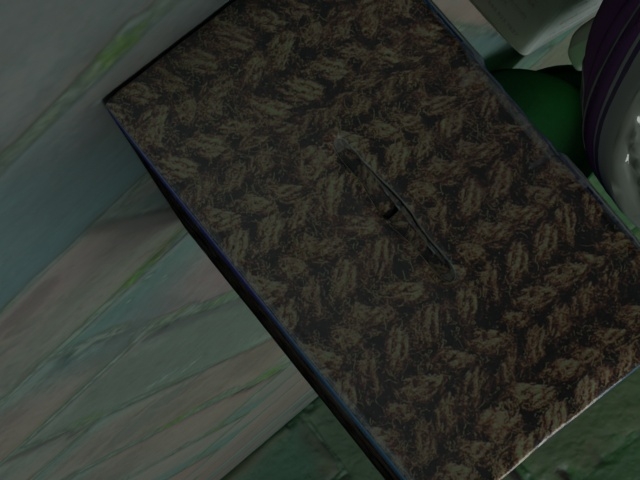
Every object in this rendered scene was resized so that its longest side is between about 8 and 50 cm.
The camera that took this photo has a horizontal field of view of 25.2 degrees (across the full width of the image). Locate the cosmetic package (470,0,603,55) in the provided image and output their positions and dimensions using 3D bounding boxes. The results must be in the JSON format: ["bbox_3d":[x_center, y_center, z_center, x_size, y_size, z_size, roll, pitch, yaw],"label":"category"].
[{"bbox_3d":[0.155,-0.198,0.674,0.117,0.085,0.231,-33,168,-34],"label":"cosmetic package"}]

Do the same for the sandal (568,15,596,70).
[{"bbox_3d":[0.344,-0.159,0.862,0.416,0.102,0.169,-22,177,-20],"label":"sandal"}]

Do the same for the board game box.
[{"bbox_3d":[0.036,0.010,0.738,0.141,0.232,0.291,-38,171,-5],"label":"board game box"}]

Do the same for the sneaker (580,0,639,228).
[{"bbox_3d":[0.202,-0.147,0.625,0.282,0.102,0.161,-53,-168,19],"label":"sneaker"}]

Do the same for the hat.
[{"bbox_3d":[0.123,-0.122,1.150,0.173,0.183,0.208,-35,-145,16],"label":"hat"}]
